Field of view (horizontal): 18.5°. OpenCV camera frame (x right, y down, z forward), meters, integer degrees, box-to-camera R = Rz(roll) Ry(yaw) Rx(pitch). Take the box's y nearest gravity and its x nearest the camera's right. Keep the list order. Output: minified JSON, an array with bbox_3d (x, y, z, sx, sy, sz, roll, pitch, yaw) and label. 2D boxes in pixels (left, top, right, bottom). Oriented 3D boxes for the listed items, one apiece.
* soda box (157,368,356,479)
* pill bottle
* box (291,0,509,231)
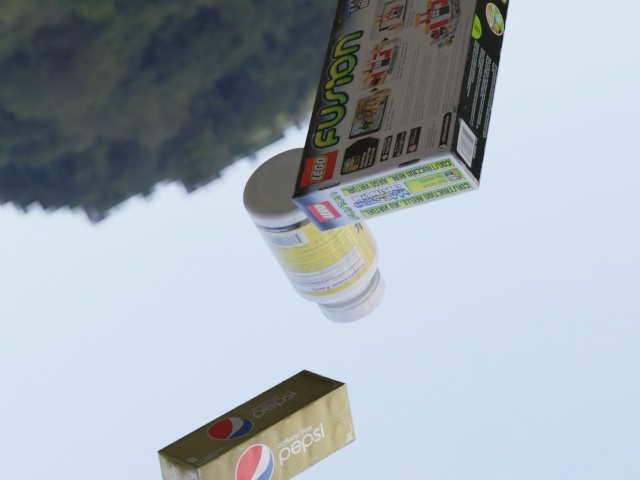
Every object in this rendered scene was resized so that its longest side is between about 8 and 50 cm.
[{"bbox_3d":[-0.054,0.180,1.731,0.181,0.061,0.058,-27,-151,-38],"label":"soda box"},{"bbox_3d":[0.000,0.000,1.278,0.065,0.116,0.065,-16,-137,15],"label":"pill bottle"},{"bbox_3d":[0.055,-0.107,1.210,0.114,0.036,0.207,-15,-135,32],"label":"box"}]
